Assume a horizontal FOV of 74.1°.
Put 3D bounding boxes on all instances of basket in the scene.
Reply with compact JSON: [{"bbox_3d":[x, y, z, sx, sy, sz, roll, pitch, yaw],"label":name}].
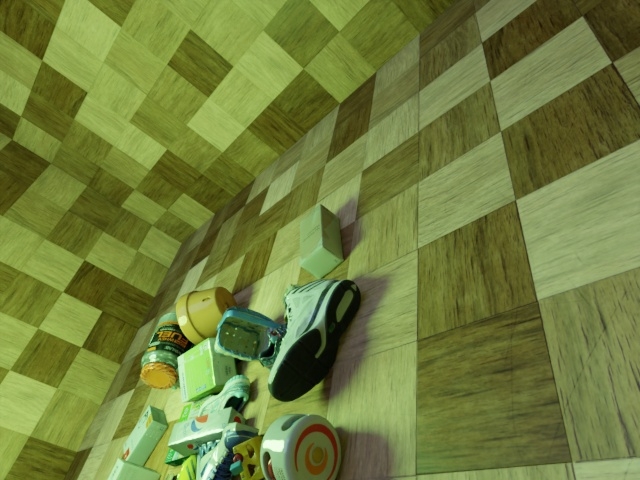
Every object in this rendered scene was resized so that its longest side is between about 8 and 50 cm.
[{"bbox_3d":[-0.296,0.367,1.702,0.289,0.254,0.201,-38,35,50],"label":"basket"}]

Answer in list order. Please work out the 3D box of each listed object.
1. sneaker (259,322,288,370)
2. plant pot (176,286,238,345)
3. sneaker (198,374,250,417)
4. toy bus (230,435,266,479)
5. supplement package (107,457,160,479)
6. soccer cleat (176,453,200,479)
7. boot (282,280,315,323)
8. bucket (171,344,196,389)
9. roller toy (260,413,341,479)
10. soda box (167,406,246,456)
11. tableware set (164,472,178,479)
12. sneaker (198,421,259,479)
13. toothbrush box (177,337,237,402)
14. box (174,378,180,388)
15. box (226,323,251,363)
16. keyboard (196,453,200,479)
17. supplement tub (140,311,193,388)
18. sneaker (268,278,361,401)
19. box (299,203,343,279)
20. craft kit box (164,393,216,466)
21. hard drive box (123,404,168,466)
[{"bbox_3d":[-0.132,0.363,1.572,0.262,0.125,0.104,-58,26,-9],"label":"sneaker"},{"bbox_3d":[-0.551,0.365,2.147,0.203,0.291,0.291,-27,32,13],"label":"plant pot"},{"bbox_3d":[-0.381,0.657,1.648,0.283,0.110,0.122,-51,25,7],"label":"sneaker"},{"bbox_3d":[-0.184,0.693,1.267,0.104,0.202,0.191,-24,17,-7],"label":"toy bus"},{"bbox_3d":[-0.806,1.028,1.828,0.105,0.179,0.105,-18,43,51],"label":"supplement package"},{"bbox_3d":[-0.471,0.887,1.520,0.121,0.093,0.289,-5,21,17],"label":"soccer cleat"},{"bbox_3d":[-0.080,0.218,1.726,0.213,0.077,0.165,-50,24,14],"label":"boot"},{"bbox_3d":[-0.809,0.646,2.308,0.281,0.183,0.281,-40,29,27],"label":"bucket"},{"bbox_3d":[-0.047,0.558,1.106,0.146,0.191,0.209,-23,38,46],"label":"roller toy"},{"bbox_3d":[-0.422,0.713,1.575,0.286,0.098,0.091,-24,33,21],"label":"soda box"},{"bbox_3d":[-0.628,1.033,1.687,0.128,0.039,0.194,-40,20,52],"label":"tableware set"},{"bbox_3d":[-0.318,0.756,1.424,0.315,0.127,0.182,-46,29,31],"label":"sneaker"},{"bbox_3d":[-0.500,0.569,1.862,0.283,0.122,0.206,-35,59,34],"label":"toothbrush box"},{"bbox_3d":[-0.660,0.680,2.106,0.101,0.102,0.087,-54,27,-3],"label":"box"},{"bbox_3d":[-0.414,0.494,1.971,0.231,0.056,0.183,-35,31,34],"label":"box"},{"bbox_3d":[-0.418,0.825,1.563,0.072,0.014,0.256,-10,26,-9],"label":"keyboard"},{"bbox_3d":[-0.736,0.533,2.069,0.207,0.207,0.338,-40,26,26],"label":"supplement tub"},{"bbox_3d":[-0.062,0.320,1.451,0.257,0.169,0.447,0,49,55],"label":"sneaker"},{"bbox_3d":[0.000,0.000,1.805,0.148,0.121,0.311,-41,28,23],"label":"box"},{"bbox_3d":[-0.544,0.809,1.806,0.250,0.061,0.247,-34,29,35],"label":"craft kit box"},{"bbox_3d":[-0.873,0.977,2.115,0.232,0.089,0.181,-59,25,-11],"label":"hard drive box"}]
